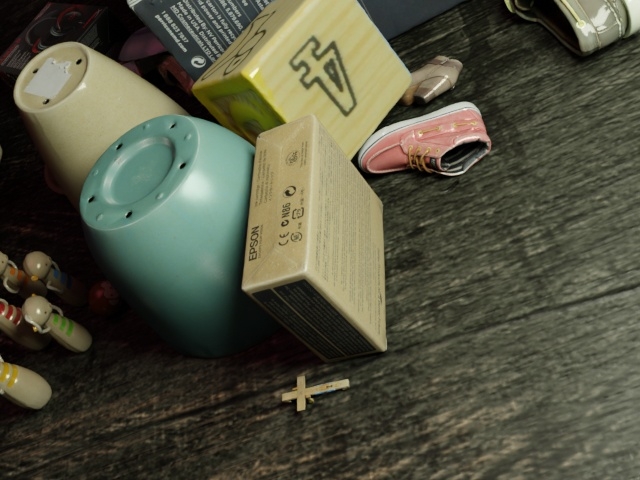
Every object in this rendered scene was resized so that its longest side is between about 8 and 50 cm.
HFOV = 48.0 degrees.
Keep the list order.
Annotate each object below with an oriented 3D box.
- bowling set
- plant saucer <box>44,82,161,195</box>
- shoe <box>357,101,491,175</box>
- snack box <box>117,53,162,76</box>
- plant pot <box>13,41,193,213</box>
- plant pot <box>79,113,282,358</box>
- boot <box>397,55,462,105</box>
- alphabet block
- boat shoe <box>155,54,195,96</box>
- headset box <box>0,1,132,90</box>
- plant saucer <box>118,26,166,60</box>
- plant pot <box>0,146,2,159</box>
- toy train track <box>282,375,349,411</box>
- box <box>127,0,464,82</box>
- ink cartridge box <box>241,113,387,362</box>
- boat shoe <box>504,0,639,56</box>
[{"bbox_3d":[-0.418,0.085,1.085,0.200,0.154,0.287,-33,46,6],"label":"bowling set"},{"bbox_3d":[-0.405,-0.189,1.371,0.278,0.041,0.277,-17,48,21],"label":"plant saucer"},{"bbox_3d":[0.136,-0.119,0.960,0.178,0.063,0.081,-21,44,12],"label":"shoe"},{"bbox_3d":[-0.402,-0.344,1.464,0.141,0.037,0.100,-12,23,24],"label":"snack box"},{"bbox_3d":[-0.332,-0.164,1.110,0.257,0.274,0.256,-9,60,16],"label":"plant pot"},{"bbox_3d":[-0.173,-0.026,0.962,0.293,0.235,0.292,-17,49,20],"label":"plant pot"},{"bbox_3d":[0.150,-0.241,1.069,0.118,0.042,0.087,27,67,41],"label":"boot"},{"bbox_3d":[-0.027,-0.219,1.012,0.197,0.193,0.192,-52,25,-17],"label":"alphabet block"},{"bbox_3d":[-0.275,-0.313,1.376,0.153,0.056,0.048,31,71,36],"label":"boat shoe"},{"bbox_3d":[-0.584,-0.415,1.607,0.293,0.110,0.218,20,69,40],"label":"headset box"},{"bbox_3d":[-0.319,-0.413,1.440,0.195,0.037,0.195,-15,27,8],"label":"plant saucer"},{"bbox_3d":[-0.856,-0.223,1.492,0.334,0.305,0.333,-16,50,20],"label":"plant pot"},{"bbox_3d":[-0.004,0.181,0.853,0.083,0.014,0.048,-16,42,14],"label":"toy train track"},{"bbox_3d":[-0.051,-0.540,1.239,0.472,0.297,0.479,-25,48,17],"label":"box"},{"bbox_3d":[0.000,0.000,0.862,0.088,0.193,0.234,-17,48,23],"label":"ink cartridge box"},{"bbox_3d":[0.311,-0.357,1.004,0.091,0.109,0.305,-33,49,-1],"label":"boat shoe"}]
